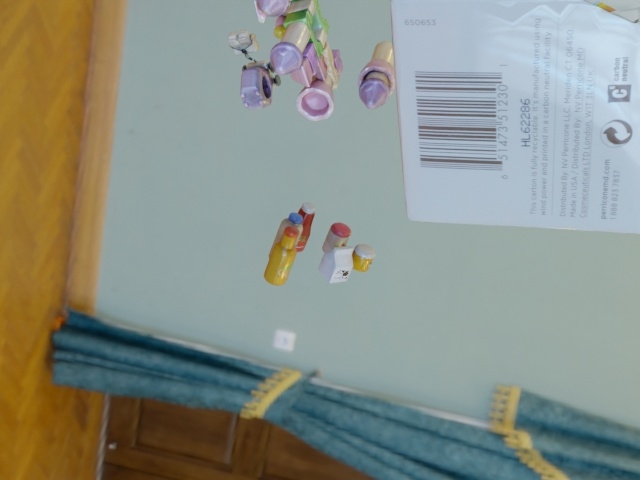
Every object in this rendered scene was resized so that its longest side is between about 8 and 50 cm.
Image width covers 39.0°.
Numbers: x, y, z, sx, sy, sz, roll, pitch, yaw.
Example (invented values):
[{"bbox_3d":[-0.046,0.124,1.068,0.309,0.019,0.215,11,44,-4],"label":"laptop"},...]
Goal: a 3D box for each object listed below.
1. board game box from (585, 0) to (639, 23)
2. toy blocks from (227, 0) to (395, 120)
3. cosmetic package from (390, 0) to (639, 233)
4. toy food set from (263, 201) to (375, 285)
[{"bbox_3d":[0.102,-0.256,0.370,0.144,0.142,0.275,-39,-131,45],"label":"board game box"},{"bbox_3d":[-0.049,-0.328,1.528,0.260,0.309,0.288,-74,150,-47],"label":"toy blocks"},{"bbox_3d":[0.302,-0.255,1.253,0.393,0.328,0.329,-65,152,-50],"label":"cosmetic package"},{"bbox_3d":[0.000,0.000,1.562,0.232,0.111,0.104,-4,130,-37],"label":"toy food set"}]
